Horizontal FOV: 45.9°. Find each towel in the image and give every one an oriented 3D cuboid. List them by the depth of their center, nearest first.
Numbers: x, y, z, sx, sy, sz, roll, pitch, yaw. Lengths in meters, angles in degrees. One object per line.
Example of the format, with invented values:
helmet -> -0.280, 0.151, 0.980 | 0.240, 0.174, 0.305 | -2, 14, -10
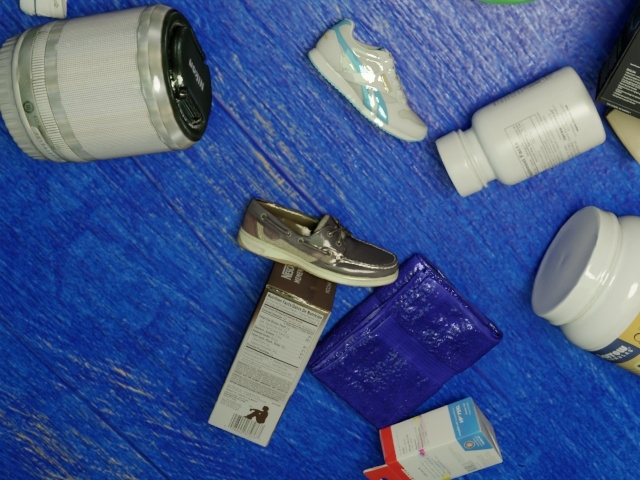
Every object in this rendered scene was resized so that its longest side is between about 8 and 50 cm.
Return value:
towel -> 0.144, 0.197, 1.358 | 0.228, 0.076, 0.308 | 43, 110, -10

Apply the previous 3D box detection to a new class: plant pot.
plant pot -> 0.494, -0.185, 1.151 | 0.096, 0.109, 0.109 | 43, 111, 1

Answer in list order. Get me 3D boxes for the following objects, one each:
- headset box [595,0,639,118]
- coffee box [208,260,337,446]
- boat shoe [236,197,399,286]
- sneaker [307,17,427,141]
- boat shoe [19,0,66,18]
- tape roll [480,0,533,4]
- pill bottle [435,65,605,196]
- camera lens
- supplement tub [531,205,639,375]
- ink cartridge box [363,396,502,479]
headset box -> 0.530, -0.272, 0.954 | 0.246, 0.131, 0.283 | 23, 131, 7
coffee box -> -0.081, 0.185, 1.333 | 0.119, 0.168, 0.297 | 23, 112, -2
boat shoe -> 0.000, 0.000, 1.286 | 0.285, 0.103, 0.092 | 17, 118, 7
sneaker -> 0.090, -0.245, 1.184 | 0.229, 0.087, 0.092 | 41, 109, -12
boat shoe -> -0.416, -0.457, 1.174 | 0.076, 0.083, 0.226 | 11, 125, -10
tape roll -> 0.272, -0.501, 1.063 | 0.321, 0.077, 0.321 | 2, 111, 6
pill bottle -> 0.303, -0.160, 1.165 | 0.229, 0.131, 0.131 | -25, 106, 16
camera lens -> -0.320, -0.236, 1.164 | 0.274, 0.219, 0.219 | -6, 111, 9
supplement tub -> 0.521, 0.098, 1.190 | 0.316, 0.228, 0.228 | 25, 113, -3
ink cartridge box -> 0.202, 0.388, 1.402 | 0.231, 0.078, 0.134 | -24, 133, 15
